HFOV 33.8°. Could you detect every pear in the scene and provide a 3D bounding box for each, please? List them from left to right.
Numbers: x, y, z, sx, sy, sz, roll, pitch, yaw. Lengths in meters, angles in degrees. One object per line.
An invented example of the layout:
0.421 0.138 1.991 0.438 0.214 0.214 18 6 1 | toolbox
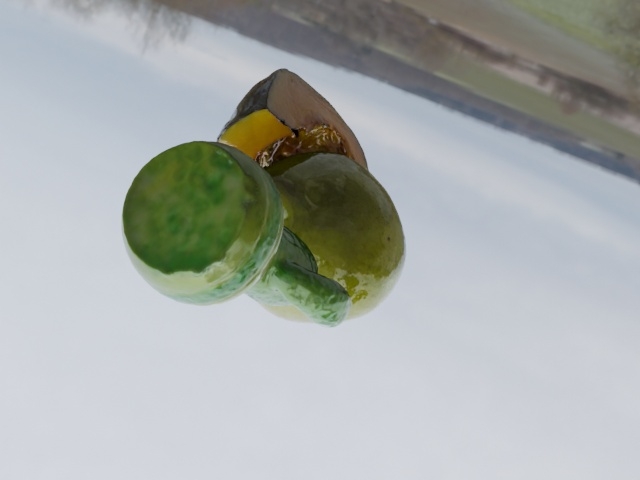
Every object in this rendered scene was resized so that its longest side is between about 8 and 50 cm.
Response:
0.000 0.000 1.651 0.294 0.294 0.294 21 -172 -3 | pear

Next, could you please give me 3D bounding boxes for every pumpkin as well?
-0.073 -0.174 1.747 0.312 0.169 0.148 30 -139 -48 | pumpkin

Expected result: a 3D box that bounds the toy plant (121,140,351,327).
-0.095 0.014 1.277 0.224 0.185 0.316 26 172 30 | toy plant
